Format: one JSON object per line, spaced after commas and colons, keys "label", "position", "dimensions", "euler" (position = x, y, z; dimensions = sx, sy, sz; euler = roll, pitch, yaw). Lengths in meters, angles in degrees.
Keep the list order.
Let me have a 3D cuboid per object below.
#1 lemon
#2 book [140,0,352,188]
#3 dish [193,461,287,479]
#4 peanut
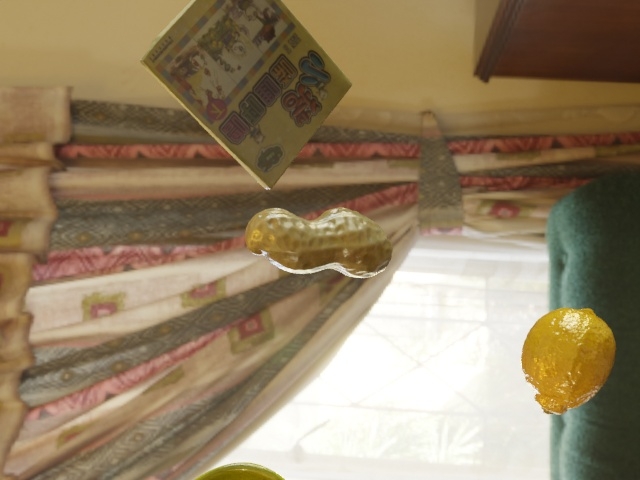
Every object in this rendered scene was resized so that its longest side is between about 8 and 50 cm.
{"label": "lemon", "position": [0.397, 0.193, 1.173], "dimensions": [0.142, 0.142, 0.187], "euler": [61, -126, -82]}
{"label": "book", "position": [-0.073, -0.180, 0.776], "dimensions": [0.168, 0.192, 0.013], "euler": [-53, 25, -18]}
{"label": "dish", "position": [-0.119, 0.383, 0.815], "dimensions": [0.108, 0.262, 0.221], "euler": [91, 158, -70]}
{"label": "peanut", "position": [0.000, 0.000, 1.413], "dimensions": [0.120, 0.298, 0.136], "euler": [143, 129, -67]}
